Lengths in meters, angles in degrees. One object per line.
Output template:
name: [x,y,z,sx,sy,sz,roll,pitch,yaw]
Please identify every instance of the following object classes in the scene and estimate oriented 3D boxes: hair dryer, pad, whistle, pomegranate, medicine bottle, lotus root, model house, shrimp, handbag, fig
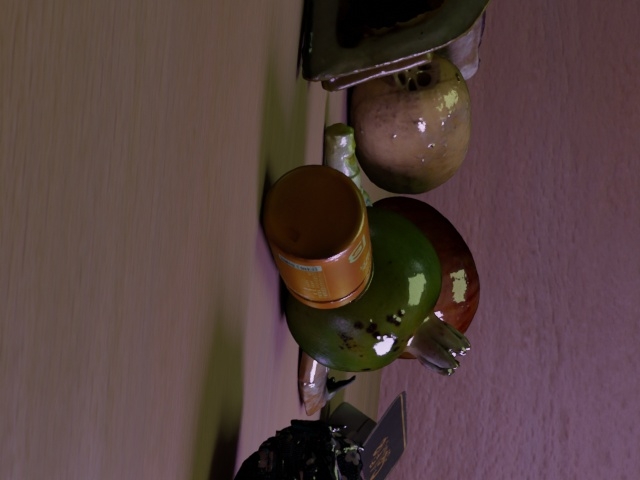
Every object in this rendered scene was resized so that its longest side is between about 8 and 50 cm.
hair dryer: [0.032,0.295,2.431,0.137,0.082,0.047,-35,154,-51]
pad: [0.100,0.350,2.468,0.315,0.063,0.375,-55,166,-15]
whistle: [0.024,-0.055,2.046,0.104,0.057,0.198,-55,146,-47]
pomegranate: [0.065,0.066,1.744,0.180,0.210,0.180,-54,168,-17]
medicine bottle: [0.000,0.000,1.580,0.192,0.096,0.096,75,21,-73]
lotus root: [0.128,-0.149,2.342,0.342,0.169,0.151,81,-1,-64]
model house: [0.099,-0.259,1.769,0.239,0.268,0.173,64,12,-82]
shrimp: [0.020,0.127,2.090,0.289,0.075,0.178,-64,167,-77]
handbag: [-0.027,0.265,1.416,0.208,0.127,0.228,43,53,-75]
fig: [0.110,0.057,2.329,0.235,0.214,0.235,-21,90,-89]

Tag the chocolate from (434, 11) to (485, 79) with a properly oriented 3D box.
chocolate: [0.130,-0.328,2.288,0.100,0.185,0.303,-56,160,-23]
